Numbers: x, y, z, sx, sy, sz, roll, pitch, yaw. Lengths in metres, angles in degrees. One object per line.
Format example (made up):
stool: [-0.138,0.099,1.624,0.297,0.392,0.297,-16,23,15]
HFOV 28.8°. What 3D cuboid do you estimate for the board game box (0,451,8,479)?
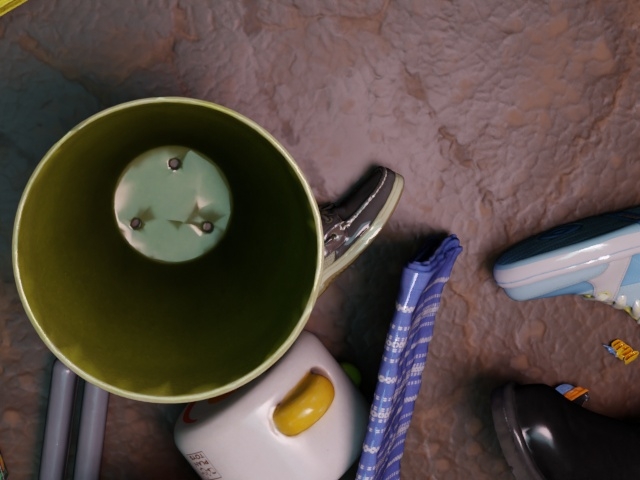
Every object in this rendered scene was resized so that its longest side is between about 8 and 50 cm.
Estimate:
board game box: [-0.447,0.162,1.373,0.136,0.030,0.260,-16,101,-5]

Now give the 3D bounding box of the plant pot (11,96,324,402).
plant pot: [-0.147,-0.012,1.239,0.275,0.293,0.275,-1,99,-6]

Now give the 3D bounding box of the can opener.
can opener: [-0.278,0.267,1.382,0.074,0.093,0.280,8,94,-7]

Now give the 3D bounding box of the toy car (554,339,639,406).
toy car: [0.314,0.166,1.461,0.122,0.060,0.040,-36,58,-16]

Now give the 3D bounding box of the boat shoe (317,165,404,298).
boat shoe: [-0.001,0.000,1.366,0.073,0.080,0.223,39,98,-16]

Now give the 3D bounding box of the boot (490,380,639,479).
boot: [0.371,0.212,1.357,0.260,0.131,0.348,-34,127,24]

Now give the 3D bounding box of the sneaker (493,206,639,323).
sneaker: [0.363,0.071,1.395,0.319,0.127,0.208,-14,100,-3]

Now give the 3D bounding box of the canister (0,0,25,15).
canister: [-0.349,-0.322,1.276,0.126,0.073,0.170,-30,100,0]

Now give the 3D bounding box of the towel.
towel: [0.087,0.165,1.325,0.040,0.243,0.336,14,100,11]

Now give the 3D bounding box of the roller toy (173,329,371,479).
roller toy: [-0.054,0.193,1.333,0.191,0.209,0.146,-36,101,10]
